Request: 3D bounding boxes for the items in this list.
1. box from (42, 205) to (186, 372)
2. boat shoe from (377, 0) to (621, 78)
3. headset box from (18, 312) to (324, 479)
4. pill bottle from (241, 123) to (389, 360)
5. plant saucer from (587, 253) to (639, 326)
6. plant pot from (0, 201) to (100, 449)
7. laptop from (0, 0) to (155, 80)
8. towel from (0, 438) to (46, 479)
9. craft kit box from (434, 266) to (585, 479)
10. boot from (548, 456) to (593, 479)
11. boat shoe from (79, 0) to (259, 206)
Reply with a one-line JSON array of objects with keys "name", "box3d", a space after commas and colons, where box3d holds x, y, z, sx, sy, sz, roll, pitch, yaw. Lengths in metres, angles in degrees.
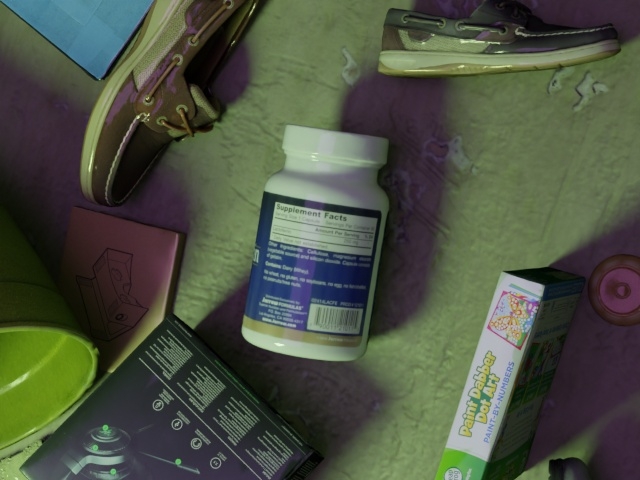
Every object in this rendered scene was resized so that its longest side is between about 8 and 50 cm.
[{"name": "box", "box3d": [-0.269, 0.069, 1.833, 0.164, 0.021, 0.201, 14, 94, 19]}, {"name": "boat shoe", "box3d": [0.200, -0.238, 1.619, 0.285, 0.103, 0.092, -1, 95, 26]}, {"name": "headset box", "box3d": [-0.182, 0.278, 1.700, 0.246, 0.131, 0.283, 42, 85, 14]}, {"name": "pill bottle", "box3d": [0.000, 0.000, 1.665, 0.153, 0.153, 0.264, 11, 93, 20]}, {"name": "plant saucer", "box3d": [0.347, 0.057, 1.611, 0.083, 0.015, 0.083, 0, 90, 20]}, {"name": "plant pot", "box3d": [-0.510, 0.059, 1.763, 0.366, 0.366, 0.353, -34, 65, 17]}, {"name": "laptop", "box3d": [-0.369, -0.481, 1.759, 0.382, 0.408, 0.236, -54, 40, 12]}, {"name": "towel", "box3d": [-0.377, 0.348, 1.871, 0.110, 0.027, 0.148, -28, 82, 19]}, {"name": "craft kit box", "box3d": [0.211, 0.153, 1.539, 0.061, 0.250, 0.246, 16, 95, 19]}, {"name": "boot", "box3d": [0.396, 0.371, 1.557, 0.223, 0.118, 0.338, -21, 94, 16]}, {"name": "boat shoe", "box3d": [-0.182, -0.181, 1.750, 0.123, 0.123, 0.342, 30, 94, 19]}]
